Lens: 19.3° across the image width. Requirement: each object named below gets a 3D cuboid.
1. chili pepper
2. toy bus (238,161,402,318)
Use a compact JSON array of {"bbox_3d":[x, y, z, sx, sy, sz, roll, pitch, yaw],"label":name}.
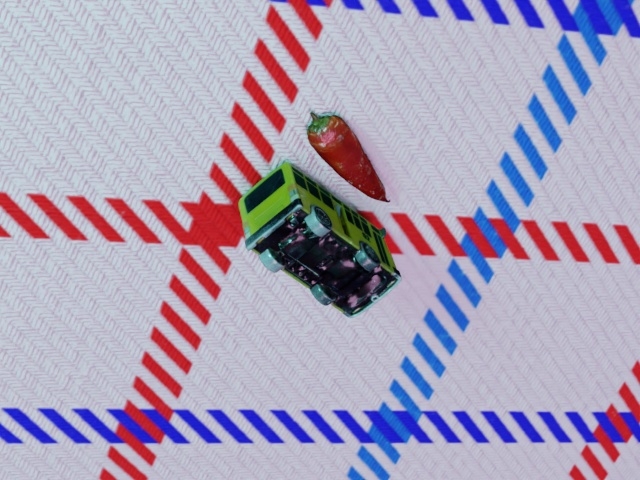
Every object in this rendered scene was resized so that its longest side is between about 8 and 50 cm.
[{"bbox_3d":[0.033,-0.081,2.019,0.045,0.027,0.178,-30,139,9],"label":"chili pepper"},{"bbox_3d":[0.000,0.000,2.036,0.088,0.101,0.175,-39,130,19],"label":"toy bus"}]
